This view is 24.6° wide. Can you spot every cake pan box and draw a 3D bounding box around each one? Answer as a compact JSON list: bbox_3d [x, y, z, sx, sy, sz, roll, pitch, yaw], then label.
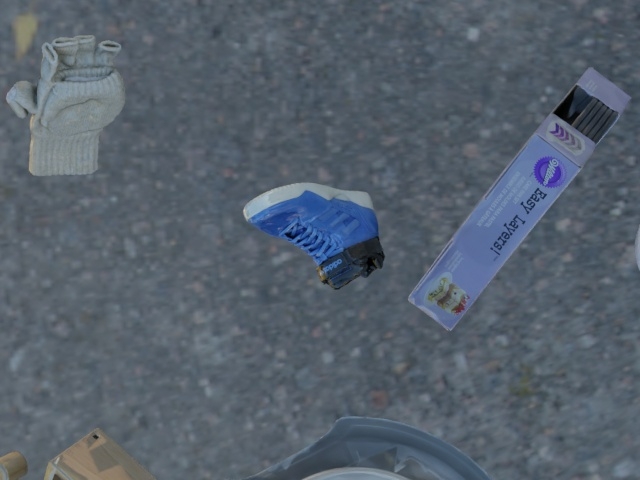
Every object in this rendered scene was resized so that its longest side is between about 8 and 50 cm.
[{"bbox_3d":[0.225,-0.053,1.624,0.070,0.246,0.267,37,121,4],"label":"cake pan box"}]

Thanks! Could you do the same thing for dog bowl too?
[{"bbox_3d":[0.037,0.358,1.479,0.348,0.102,0.349,-1,64,3],"label":"dog bowl"}]

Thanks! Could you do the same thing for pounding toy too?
[{"bbox_3d":[-0.291,0.309,1.752,0.206,0.094,0.181,38,132,18],"label":"pounding toy"}]

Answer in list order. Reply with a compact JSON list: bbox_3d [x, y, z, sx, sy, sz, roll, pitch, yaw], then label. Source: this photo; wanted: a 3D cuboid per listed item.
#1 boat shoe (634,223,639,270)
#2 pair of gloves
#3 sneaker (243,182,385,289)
[{"bbox_3d":[0.432,0.011,1.104,0.367,0.156,0.136,13,65,-1],"label":"boat shoe"},{"bbox_3d":[-0.313,-0.124,1.447,0.204,0.240,0.042,118,142,-47],"label":"pair of gloves"},{"bbox_3d":[0.001,0.000,1.296,0.058,0.152,0.085,-30,69,35],"label":"sneaker"}]
